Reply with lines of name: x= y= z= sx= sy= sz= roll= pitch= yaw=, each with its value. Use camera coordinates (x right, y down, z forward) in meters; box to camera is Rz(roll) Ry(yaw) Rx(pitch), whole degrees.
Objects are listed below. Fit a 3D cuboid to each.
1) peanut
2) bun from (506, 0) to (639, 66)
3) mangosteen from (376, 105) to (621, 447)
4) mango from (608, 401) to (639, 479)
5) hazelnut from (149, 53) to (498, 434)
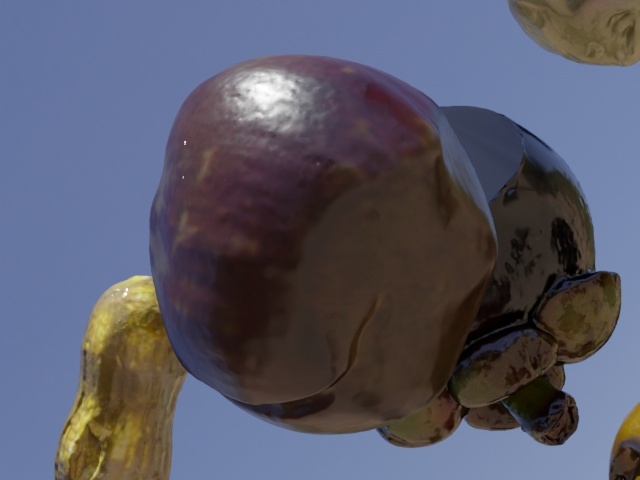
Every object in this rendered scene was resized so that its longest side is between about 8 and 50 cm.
peanut: x=-0.143 y=0.126 z=1.299 sx=0.087 sy=0.087 sz=0.206 roll=-3 pitch=-71 yaw=-61
bun: x=0.315 y=-0.297 z=1.955 sx=0.237 sy=0.210 sz=0.116 roll=-37 pitch=16 yaw=-25
mangosteen: x=0.111 y=0.034 z=1.437 sx=0.287 sy=0.287 sz=0.233 roll=-30 pitch=-46 yaw=-31
mango: x=0.296 y=0.176 z=1.225 sx=0.151 sy=0.156 sz=0.249 roll=-32 pitch=14 yaw=-11
hazelnut: x=0.000 y=0.000 z=1.079 sx=0.218 sy=0.218 sz=0.234 roll=-18 pitch=-62 yaw=-50
